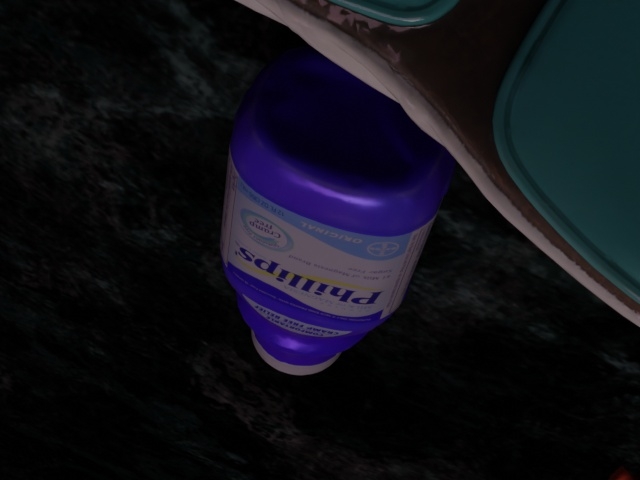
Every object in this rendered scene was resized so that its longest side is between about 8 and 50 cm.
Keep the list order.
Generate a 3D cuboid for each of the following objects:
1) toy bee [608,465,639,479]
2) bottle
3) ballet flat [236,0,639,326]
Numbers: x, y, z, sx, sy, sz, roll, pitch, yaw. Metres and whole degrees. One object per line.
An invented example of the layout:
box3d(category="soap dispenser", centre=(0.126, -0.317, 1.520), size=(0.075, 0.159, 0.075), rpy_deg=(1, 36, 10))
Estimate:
box3d(category="toy bee", centre=(0.228, 0.090, 0.690), size=(0.195, 0.162, 0.298), rpy_deg=(42, 159, 54))
box3d(category="bottle", centre=(0.000, 0.000, 0.806), size=(0.118, 0.092, 0.283), rpy_deg=(20, 153, 2))
box3d(category="ballet flat", centre=(0.078, -0.086, 0.522), size=(0.400, 0.139, 0.139), rpy_deg=(34, 154, 7))
